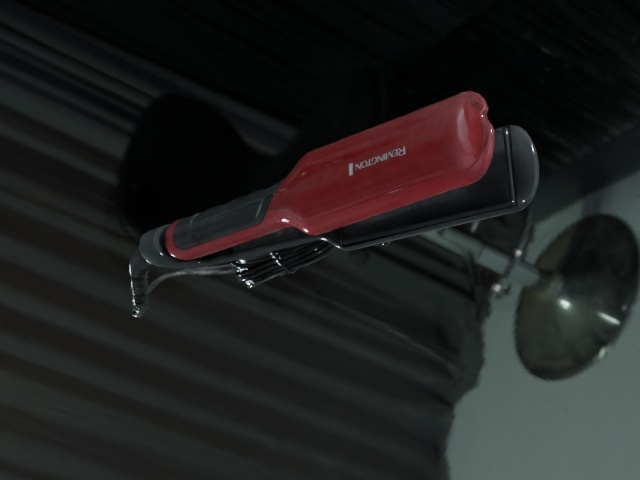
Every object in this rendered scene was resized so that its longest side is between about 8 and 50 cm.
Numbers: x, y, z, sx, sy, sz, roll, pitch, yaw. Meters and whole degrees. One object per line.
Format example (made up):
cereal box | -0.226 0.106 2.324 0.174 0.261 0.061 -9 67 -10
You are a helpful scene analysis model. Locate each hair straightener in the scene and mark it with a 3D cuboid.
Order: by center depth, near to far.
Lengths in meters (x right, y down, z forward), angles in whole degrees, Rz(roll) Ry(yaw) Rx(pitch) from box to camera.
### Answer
hair straightener | 0.000 0.000 0.510 0.230 0.089 0.047 -23 61 32
